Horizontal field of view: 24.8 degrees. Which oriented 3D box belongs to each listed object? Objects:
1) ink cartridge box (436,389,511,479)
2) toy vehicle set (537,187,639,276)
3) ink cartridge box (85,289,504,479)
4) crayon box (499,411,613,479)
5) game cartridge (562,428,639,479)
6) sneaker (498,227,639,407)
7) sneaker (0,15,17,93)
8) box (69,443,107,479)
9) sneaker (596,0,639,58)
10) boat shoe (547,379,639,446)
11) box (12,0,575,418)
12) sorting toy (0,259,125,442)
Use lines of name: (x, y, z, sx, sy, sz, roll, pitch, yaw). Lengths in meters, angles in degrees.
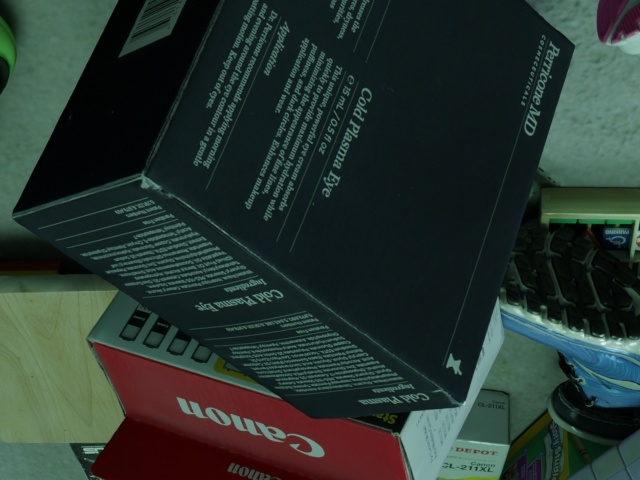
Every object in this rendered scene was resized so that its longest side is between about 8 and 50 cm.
ink cartridge box: (0.142, 0.248, 1.679, 0.127, 0.072, 0.175, 7, 138, 0)
toy vehicle set: (0.345, 0.019, 1.435, 0.267, 0.035, 0.166, 0, 137, 6)
ink cartridge box: (-0.032, 0.113, 1.290, 0.309, 0.272, 0.130, 13, 143, 24)
crayon box: (0.264, 0.329, 1.602, 0.081, 0.278, 0.165, 21, 136, -16)
game cartridge: (0.423, 0.235, 1.509, 0.355, 0.068, 0.230, 8, 145, -42)
sneaker: (0.265, 0.100, 1.410, 0.330, 0.130, 0.147, 22, 133, -18)
sneaker: (-0.436, -0.033, 1.340, 0.185, 0.202, 0.483, 22, 135, -17)
box: (-0.163, 0.268, 1.746, 0.231, 0.056, 0.183, -3, 137, 9)
sneaker: (0.349, -0.206, 1.154, 0.252, 0.103, 0.111, -25, 134, 38)
boat shoe: (0.372, 0.171, 1.555, 0.254, 0.095, 0.079, 8, 139, -4)
box: (-0.005, -0.087, 1.107, 0.312, 0.343, 0.179, 37, 150, -29)
sorting toy: (-0.242, 0.106, 1.554, 0.255, 0.089, 0.257, -1, 137, 7)
